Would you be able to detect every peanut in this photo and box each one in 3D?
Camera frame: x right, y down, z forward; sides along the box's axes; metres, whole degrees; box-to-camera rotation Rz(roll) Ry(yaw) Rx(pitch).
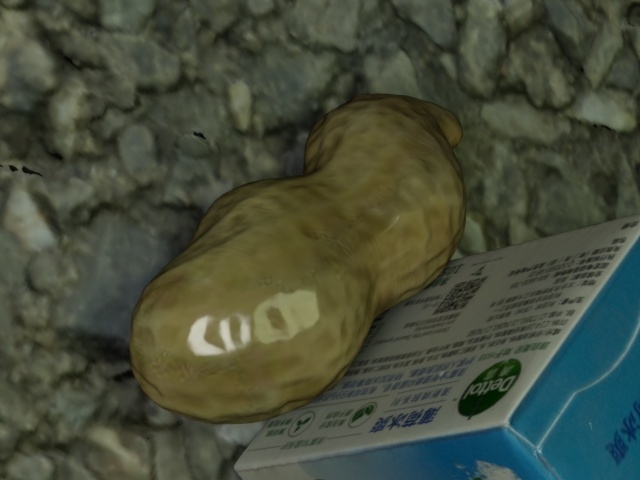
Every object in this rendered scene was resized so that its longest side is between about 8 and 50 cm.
[{"bbox_3d":[0.000,0.001,0.905,0.228,0.104,0.086,-42,142,-37],"label":"peanut"}]

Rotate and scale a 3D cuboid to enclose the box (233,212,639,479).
[{"bbox_3d":[0.072,0.070,0.881,0.073,0.194,0.139,51,55,-17],"label":"box"}]
